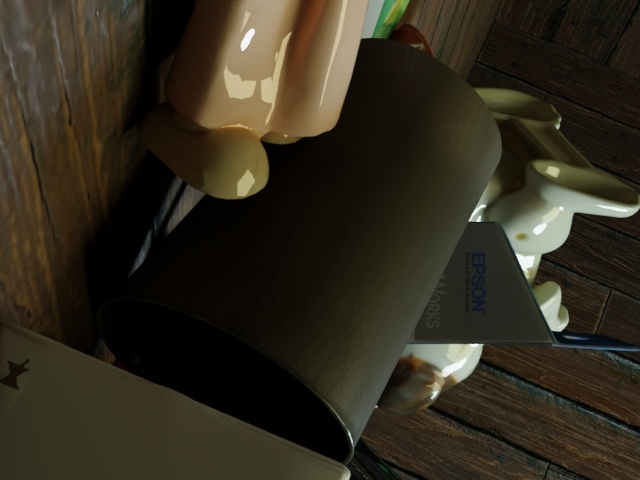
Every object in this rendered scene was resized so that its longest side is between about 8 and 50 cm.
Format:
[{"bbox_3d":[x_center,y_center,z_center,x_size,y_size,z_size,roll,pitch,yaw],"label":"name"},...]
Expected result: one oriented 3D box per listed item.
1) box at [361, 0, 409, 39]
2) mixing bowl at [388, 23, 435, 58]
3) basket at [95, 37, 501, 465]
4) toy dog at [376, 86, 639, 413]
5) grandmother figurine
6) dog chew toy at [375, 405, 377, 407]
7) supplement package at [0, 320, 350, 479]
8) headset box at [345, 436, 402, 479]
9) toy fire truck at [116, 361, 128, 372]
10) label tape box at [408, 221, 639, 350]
[{"bbox_3d":[0.039,-0.229,0.860,0.322,0.058,0.232,108,8,-56],"label":"box"},{"bbox_3d":[0.042,-0.098,1.056,0.181,0.098,0.181,172,-90,-78],"label":"mixing bowl"},{"bbox_3d":[0.000,0.000,0.712,0.204,0.154,0.227,-7,-138,55],"label":"basket"},{"bbox_3d":[0.164,0.039,1.549,0.395,0.284,0.408,-1,126,-36],"label":"toy dog"},{"bbox_3d":[0.008,-0.194,0.551,0.208,0.104,0.342,-73,-175,-55],"label":"grandmother figurine"},{"bbox_3d":[0.090,0.122,2.079,0.206,0.206,0.332,99,8,-68],"label":"dog chew toy"},{"bbox_3d":[-0.101,0.180,0.640,0.293,0.177,0.175,92,21,-74],"label":"supplement package"},{"bbox_3d":[-0.053,0.280,0.894,0.283,0.131,0.246,-54,-144,2],"label":"headset box"},{"bbox_3d":[-0.085,0.026,0.815,0.135,0.047,0.192,101,15,-64],"label":"toy fire truck"},{"bbox_3d":[0.096,0.037,1.038,0.240,0.333,0.106,16,74,-84],"label":"label tape box"}]
